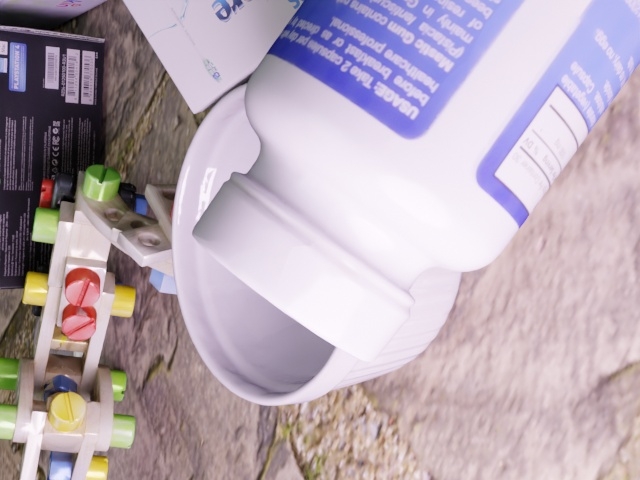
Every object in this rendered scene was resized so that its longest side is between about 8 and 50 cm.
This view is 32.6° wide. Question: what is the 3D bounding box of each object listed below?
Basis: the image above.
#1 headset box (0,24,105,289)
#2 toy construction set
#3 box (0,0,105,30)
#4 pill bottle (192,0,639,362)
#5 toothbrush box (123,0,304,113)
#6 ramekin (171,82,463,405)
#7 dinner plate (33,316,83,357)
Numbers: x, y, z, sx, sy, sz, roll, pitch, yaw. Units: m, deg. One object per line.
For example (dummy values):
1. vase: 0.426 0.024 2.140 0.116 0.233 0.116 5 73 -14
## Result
1. headset box: -0.348 -0.087 1.132 0.283 0.131 0.246 9 97 51
2. toy construction set: -0.195 0.065 0.930 0.328 0.151 0.215 -56 25 25
3. box: -0.338 -0.284 1.038 0.262 0.231 0.127 -7 85 50
4. pill bottle: 0.059 -0.082 0.538 0.272 0.152 0.152 -54 46 1
5. toothbrush box: -0.067 -0.262 0.692 0.216 0.126 0.296 -28 94 51
6. ramekin: 0.000 0.000 0.722 0.207 0.109 0.207 1 91 50
7. dinner plate: -0.269 0.114 1.129 0.141 0.017 0.141 1 91 49
